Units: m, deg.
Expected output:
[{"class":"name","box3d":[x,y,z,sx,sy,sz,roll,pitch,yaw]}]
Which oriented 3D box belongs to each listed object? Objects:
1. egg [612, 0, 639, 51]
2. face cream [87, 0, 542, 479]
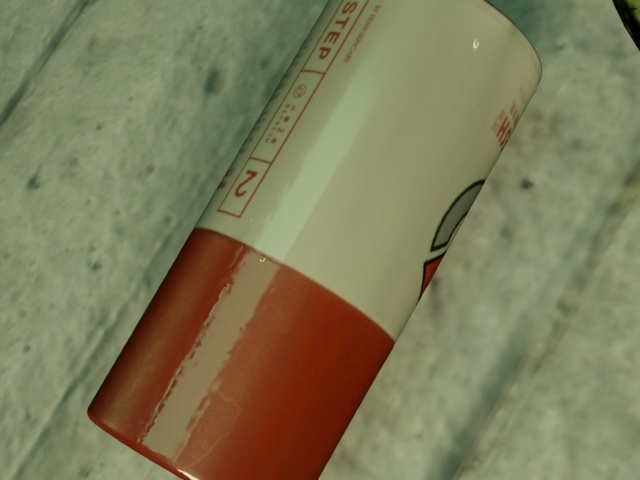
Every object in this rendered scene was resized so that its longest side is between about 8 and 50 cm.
[{"class":"egg","box3d":[0.199,-0.122,0.333,0.228,0.177,0.177,-24,52,4]},{"class":"face cream","box3d":[0.000,0.000,0.438,0.096,0.096,0.214,21,77,39]}]
